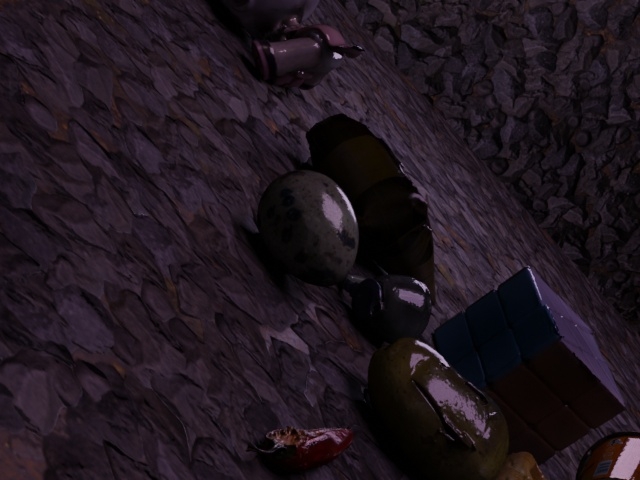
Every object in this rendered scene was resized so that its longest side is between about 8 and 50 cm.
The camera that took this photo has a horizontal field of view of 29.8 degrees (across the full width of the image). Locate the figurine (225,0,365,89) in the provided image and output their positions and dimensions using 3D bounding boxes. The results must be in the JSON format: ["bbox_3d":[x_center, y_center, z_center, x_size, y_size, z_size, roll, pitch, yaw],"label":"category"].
[{"bbox_3d":[-0.075,-0.481,2.403,0.361,0.211,0.253,63,8,11],"label":"figurine"}]

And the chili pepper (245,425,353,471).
[{"bbox_3d":[-0.016,0.239,1.385,0.268,0.059,0.050,16,78,-68],"label":"chili pepper"}]

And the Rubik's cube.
[{"bbox_3d":[0.363,0.224,2.108,0.221,0.225,0.231,44,19,-26],"label":"Rubik's cube"}]

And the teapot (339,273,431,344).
[{"bbox_3d":[0.100,0.088,1.895,0.108,0.111,0.149,21,38,-36],"label":"teapot"}]

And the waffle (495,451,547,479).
[{"bbox_3d":[0.373,0.470,1.924,0.274,0.057,0.168,55,17,6],"label":"waffle"}]

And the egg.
[{"bbox_3d":[-0.016,-0.015,1.733,0.181,0.141,0.141,63,19,18],"label":"egg"}]

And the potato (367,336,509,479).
[{"bbox_3d":[0.165,0.244,1.681,0.248,0.143,0.169,50,6,-6],"label":"potato"}]

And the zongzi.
[{"bbox_3d":[0.102,-0.051,2.186,0.289,0.154,0.317,62,-1,41],"label":"zongzi"}]

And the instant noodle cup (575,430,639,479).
[{"bbox_3d":[0.542,0.472,2.120,0.230,0.230,0.182,55,25,8],"label":"instant noodle cup"}]
